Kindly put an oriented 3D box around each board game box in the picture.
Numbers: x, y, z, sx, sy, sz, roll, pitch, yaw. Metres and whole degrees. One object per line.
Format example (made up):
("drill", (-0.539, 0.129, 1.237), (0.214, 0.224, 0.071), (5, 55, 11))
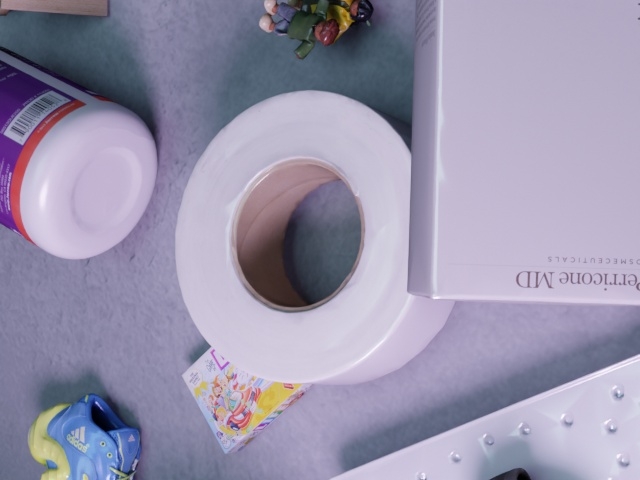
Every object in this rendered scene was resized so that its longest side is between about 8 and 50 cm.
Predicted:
("board game box", (-0.070, 0.140, 1.381), (0.154, 0.026, 0.103), (-44, 65, 25))
("board game box", (0.218, 0.341, 1.157), (0.390, 0.050, 0.390), (-28, 72, 31))

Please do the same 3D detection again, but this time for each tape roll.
("tape roll", (0.000, 0.000, 1.276), (0.286, 0.100, 0.286), (-5, 80, 29))

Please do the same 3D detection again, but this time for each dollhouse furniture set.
("dollhouse furniture set", (-0.334, -0.334, 1.587), (0.151, 0.123, 0.144), (173, 98, -70))

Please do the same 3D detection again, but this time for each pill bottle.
("pill bottle", (-0.351, -0.116, 1.496), (0.323, 0.181, 0.182), (27, 103, 33))

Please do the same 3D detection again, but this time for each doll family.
("doll family", (0.022, -0.270, 1.307), (0.111, 0.076, 0.193), (22, 98, 38))

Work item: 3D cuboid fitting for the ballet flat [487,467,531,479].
("ballet flat", (0.222, 0.299, 1.073), (0.096, 0.095, 0.280), (-48, 63, 10))

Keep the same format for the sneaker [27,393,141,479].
("sneaker", (-0.249, 0.280, 1.463), (0.126, 0.091, 0.240), (-39, 66, 27))

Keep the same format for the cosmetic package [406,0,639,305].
("cosmetic package", (0.179, -0.128, 1.099), (0.196, 0.155, 0.366), (0, 88, -3))
